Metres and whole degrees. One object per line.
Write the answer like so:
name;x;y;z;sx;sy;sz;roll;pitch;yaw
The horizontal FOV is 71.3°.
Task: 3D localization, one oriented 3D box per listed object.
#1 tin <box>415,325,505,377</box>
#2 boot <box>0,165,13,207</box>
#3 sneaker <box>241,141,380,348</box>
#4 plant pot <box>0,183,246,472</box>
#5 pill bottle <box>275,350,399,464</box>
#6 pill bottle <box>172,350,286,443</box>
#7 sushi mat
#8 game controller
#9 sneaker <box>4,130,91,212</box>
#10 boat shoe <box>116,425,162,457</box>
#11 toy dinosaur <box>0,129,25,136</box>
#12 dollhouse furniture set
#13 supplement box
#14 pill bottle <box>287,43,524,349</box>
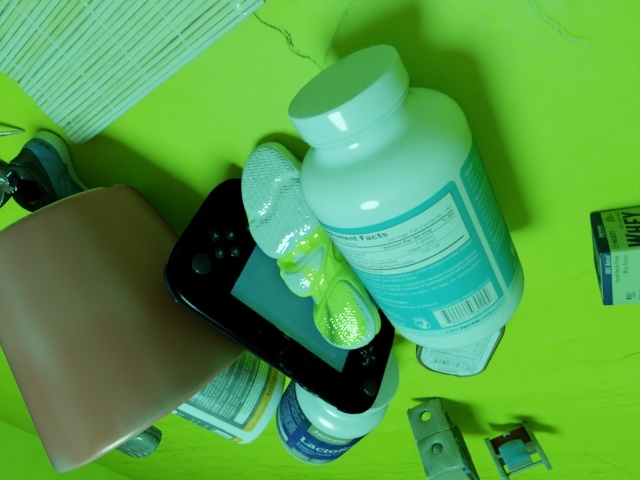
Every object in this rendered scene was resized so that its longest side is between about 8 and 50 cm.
tin;0.193;0.135;0.624;0.106;0.040;0.190;5;138;8
boot;-0.488;-0.094;0.617;0.114;0.037;0.106;38;122;-26
sneaker;0.000;0.000;0.511;0.091;0.126;0.240;-23;94;26
plant pot;-0.250;0.083;0.541;0.275;0.275;0.243;-28;94;40
pill bottle;0.022;0.258;0.730;0.153;0.153;0.265;20;139;-2
pill bottle;-0.212;0.222;0.770;0.278;0.162;0.162;33;137;-15
sushi mat;-0.207;-0.203;0.411;0.316;0.019;0.151;-18;128;34
game controller;-0.026;0.072;0.533;0.319;0.166;0.067;42;152;-25
sneaker;-0.342;-0.054;0.571;0.058;0.084;0.152;11;139;8
boat shoe;-0.546;0.484;1.205;0.355;0.130;0.132;-7;130;34
toy dinosaur;-0.483;-0.162;0.522;0.112;0.064;0.211;-25;124;37
dollhouse furniture set;0.273;0.346;0.783;0.184;0.129;0.129;-28;124;11
supplement box;0.314;0.015;0.430;0.083;0.056;0.083;-9;132;28
pill bottle;0.078;-0.030;0.400;0.146;0.146;0.264;-12;130;31
